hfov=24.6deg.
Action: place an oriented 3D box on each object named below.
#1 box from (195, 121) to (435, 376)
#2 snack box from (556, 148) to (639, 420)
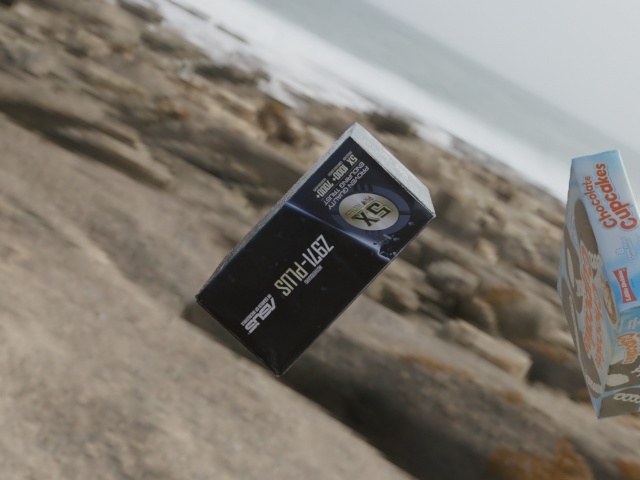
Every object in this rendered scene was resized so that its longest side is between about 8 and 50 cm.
[{"bbox_3d":[0.000,0.000,1.010,0.077,0.147,0.180,43,6,-3],"label":"box"},{"bbox_3d":[0.324,0.059,1.657,0.322,0.060,0.187,78,-1,-62],"label":"snack box"}]
